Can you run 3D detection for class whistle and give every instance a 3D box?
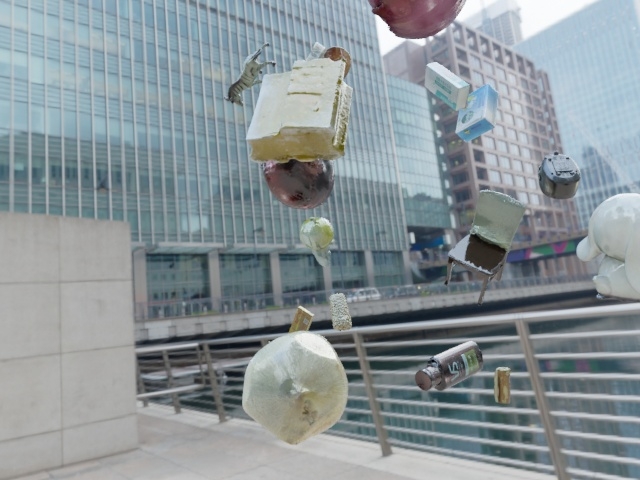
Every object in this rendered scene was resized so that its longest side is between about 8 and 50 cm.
[{"bbox_3d":[0.000,0.000,1.635,0.123,0.123,0.223,-8,-48,10],"label":"whistle"}]

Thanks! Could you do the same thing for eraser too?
[{"bbox_3d":[0.476,-0.585,1.785,0.052,0.225,0.095,-19,-43,-12],"label":"eraser"}]

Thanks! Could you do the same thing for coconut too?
[{"bbox_3d":[-0.083,0.471,1.529,0.346,0.346,0.360,-7,-7,2],"label":"coconut"}]

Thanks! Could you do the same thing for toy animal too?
[{"bbox_3d":[0.774,0.025,1.204,0.174,0.289,0.249,-18,2,-13],"label":"toy animal"},{"bbox_3d":[-0.257,-0.594,1.691,0.176,0.073,0.217,-37,-11,-36],"label":"toy animal"}]

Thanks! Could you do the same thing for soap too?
[{"bbox_3d":[-0.054,-0.341,1.254,0.259,0.281,0.143,-3,-34,13],"label":"soap"}]

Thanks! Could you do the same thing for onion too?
[{"bbox_3d":[0.221,-0.641,1.054,0.345,0.358,0.358,9,0,32],"label":"onion"},{"bbox_3d":[-0.065,-0.266,1.772,0.314,0.314,0.232,2,-8,-42],"label":"onion"}]

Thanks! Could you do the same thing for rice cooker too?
[{"bbox_3d":[0.762,-0.205,1.507,0.112,0.165,0.106,-4,-40,9],"label":"rice cooker"}]

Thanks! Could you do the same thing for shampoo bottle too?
[{"bbox_3d":[0.475,0.465,1.726,0.323,0.129,0.084,-6,-6,-40],"label":"shampoo bottle"}]

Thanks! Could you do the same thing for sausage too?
[{"bbox_3d":[0.021,-0.525,1.503,0.109,0.109,0.270,-4,5,-13],"label":"sausage"}]

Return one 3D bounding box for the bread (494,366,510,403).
[{"bbox_3d":[0.432,0.343,1.116,0.036,0.083,0.047,1,1,33],"label":"bread"}]

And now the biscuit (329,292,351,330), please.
[{"bbox_3d":[0.085,0.304,1.996,0.082,0.168,0.070,-6,-41,-3],"label":"biscuit"}]

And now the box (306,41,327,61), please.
[{"bbox_3d":[-0.016,-0.739,1.877,0.024,0.054,0.083,2,-52,-54],"label":"box"}]

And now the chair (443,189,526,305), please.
[{"bbox_3d":[0.517,0.025,1.498,0.160,0.319,0.186,31,52,32],"label":"chair"}]

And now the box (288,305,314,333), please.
[{"bbox_3d":[-0.092,0.399,2.239,0.089,0.156,0.022,28,21,23],"label":"box"}]

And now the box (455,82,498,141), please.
[{"bbox_3d":[0.624,-0.508,1.874,0.073,0.194,0.139,31,-32,-25],"label":"box"}]
